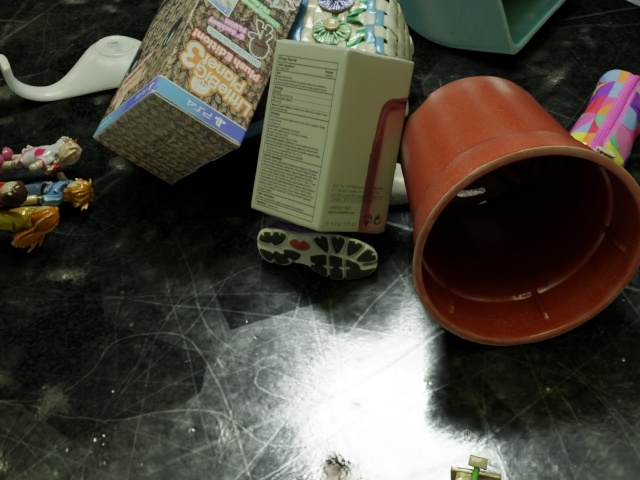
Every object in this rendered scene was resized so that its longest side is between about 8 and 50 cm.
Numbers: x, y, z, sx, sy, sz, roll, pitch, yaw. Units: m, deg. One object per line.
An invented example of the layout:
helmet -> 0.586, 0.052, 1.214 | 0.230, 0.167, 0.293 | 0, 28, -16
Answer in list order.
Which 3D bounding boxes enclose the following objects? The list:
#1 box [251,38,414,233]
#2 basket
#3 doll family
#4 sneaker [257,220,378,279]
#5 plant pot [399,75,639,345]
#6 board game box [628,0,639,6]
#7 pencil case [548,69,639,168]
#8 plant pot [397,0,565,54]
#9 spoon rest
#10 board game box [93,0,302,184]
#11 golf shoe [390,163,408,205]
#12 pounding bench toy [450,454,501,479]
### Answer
box -> 0.014, -0.137, 1.219 | 0.127, 0.232, 0.149 | 1, 13, -42
basket -> -0.009, -0.272, 1.428 | 0.289, 0.201, 0.254 | -13, 47, 21
doll family -> -0.430, -0.062, 1.368 | 0.163, 0.118, 0.263 | -3, 25, 16
sneaker -> 0.000, 0.000, 1.243 | 0.170, 0.068, 0.071 | 14, 36, 19
plant pot -> 0.219, -0.059, 1.140 | 0.273, 0.272, 0.265 | -11, 36, -2
board game box -> 0.570, -0.483, 1.555 | 0.053, 0.193, 0.305 | -30, 47, -20
pencil case -> 0.399, -0.145, 1.299 | 0.104, 0.104, 0.236 | 16, 48, 25
plant pot -> 0.249, -0.480, 1.583 | 0.252, 0.247, 0.248 | 8, 43, 41
spoon rest -> -0.423, -0.303, 1.639 | 0.276, 0.084, 0.137 | -12, 43, -23
board game box -> -0.176, -0.260, 1.351 | 0.232, 0.141, 0.291 | -18, 46, 55
golf shoe -> 0.072, -0.102, 1.321 | 0.176, 0.086, 0.069 | 7, 44, 15
pounding bench toy -> 0.151, 0.262, 0.924 | 0.052, 0.083, 0.065 | 6, 45, 16
